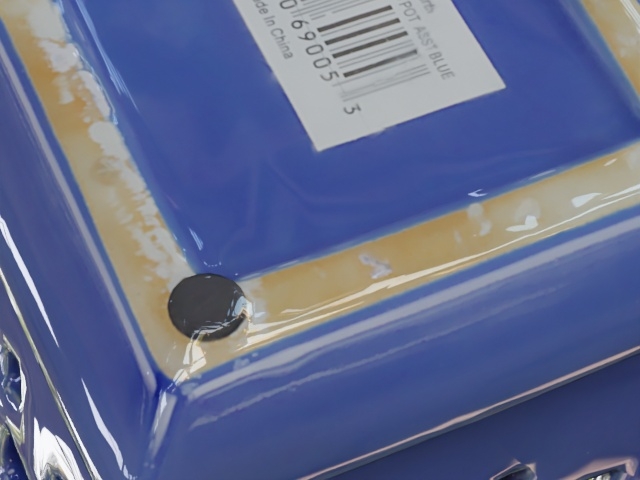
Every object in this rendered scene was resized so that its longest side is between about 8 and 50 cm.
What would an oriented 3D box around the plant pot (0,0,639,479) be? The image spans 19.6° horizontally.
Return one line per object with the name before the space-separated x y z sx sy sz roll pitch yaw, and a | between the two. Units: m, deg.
plant pot | 0.000 0.000 0.572 0.236 0.236 0.212 -19 -30 -15
